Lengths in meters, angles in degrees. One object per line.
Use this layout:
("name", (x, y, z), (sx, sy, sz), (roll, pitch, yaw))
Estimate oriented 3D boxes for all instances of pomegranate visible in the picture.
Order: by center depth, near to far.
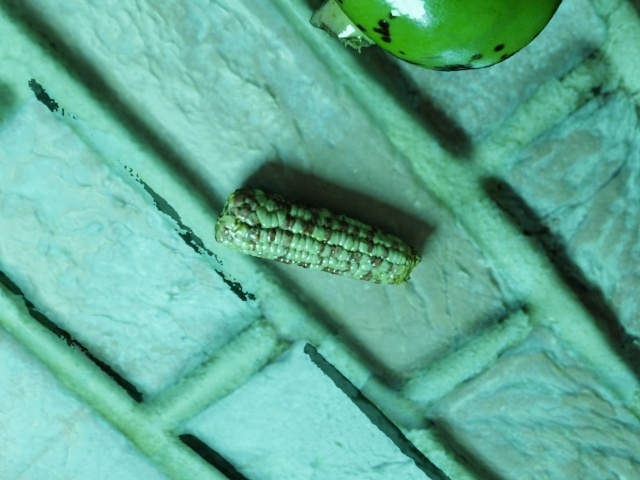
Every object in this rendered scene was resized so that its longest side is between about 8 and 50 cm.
("pomegranate", (0.101, -0.268, 0.949), (0.254, 0.254, 0.270), (36, 120, -19))

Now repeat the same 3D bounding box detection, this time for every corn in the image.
("corn", (0.000, 0.000, 1.154), (0.237, 0.079, 0.079), (15, 114, -13))
